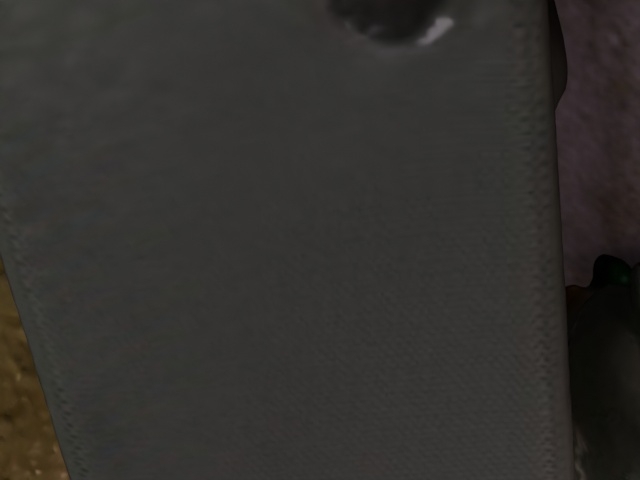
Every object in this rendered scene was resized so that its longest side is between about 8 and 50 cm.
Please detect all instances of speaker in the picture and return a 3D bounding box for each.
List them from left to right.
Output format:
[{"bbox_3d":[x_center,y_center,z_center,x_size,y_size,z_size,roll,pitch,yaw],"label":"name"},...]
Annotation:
[{"bbox_3d":[0.000,0.000,0.724,0.183,0.184,0.406,-5,130,6],"label":"speaker"}]

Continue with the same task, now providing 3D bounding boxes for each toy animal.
[{"bbox_3d":[0.123,0.093,0.949,0.125,0.127,0.251,36,149,-10],"label":"toy animal"}]

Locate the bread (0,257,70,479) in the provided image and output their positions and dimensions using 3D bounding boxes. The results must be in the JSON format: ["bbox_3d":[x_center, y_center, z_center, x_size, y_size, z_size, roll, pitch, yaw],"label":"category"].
[{"bbox_3d":[-0.177,0.142,1.137,0.198,0.236,0.263,-10,127,44],"label":"bread"}]
